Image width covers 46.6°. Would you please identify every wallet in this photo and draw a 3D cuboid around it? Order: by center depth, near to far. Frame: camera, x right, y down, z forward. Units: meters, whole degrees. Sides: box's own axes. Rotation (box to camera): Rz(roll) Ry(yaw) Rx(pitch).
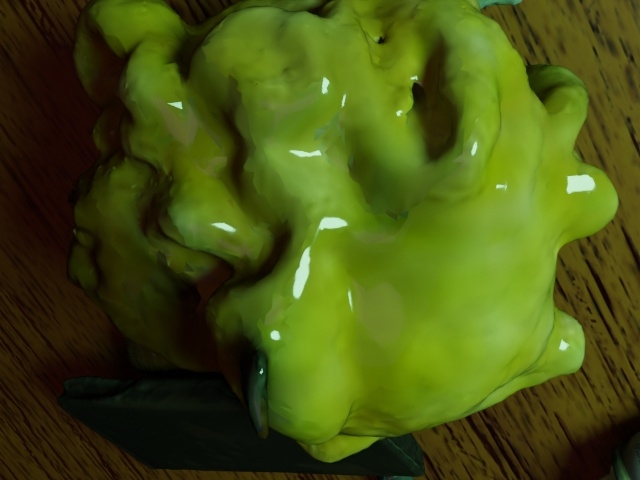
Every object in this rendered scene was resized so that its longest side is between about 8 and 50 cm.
[{"bbox_3d":[-0.078,0.161,0.645,0.309,0.042,0.165,-8,139,31],"label":"wallet"}]

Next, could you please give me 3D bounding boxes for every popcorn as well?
[{"bbox_3d":[0.000,0.000,0.428,0.315,0.281,0.298,1,119,14],"label":"popcorn"}]

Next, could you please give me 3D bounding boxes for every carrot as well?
[{"bbox_3d":[-0.083,0.088,0.636,0.186,0.060,0.060,-4,117,19],"label":"carrot"}]

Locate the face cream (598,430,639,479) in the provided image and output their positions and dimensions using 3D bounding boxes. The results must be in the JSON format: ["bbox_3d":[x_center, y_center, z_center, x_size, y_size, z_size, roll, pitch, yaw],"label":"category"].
[{"bbox_3d":[0.299,0.143,0.525,0.075,0.075,0.229,44,124,-9],"label":"face cream"}]

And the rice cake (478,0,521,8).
[{"bbox_3d":[0.049,-0.243,0.407,0.127,0.043,0.237,-4,118,21],"label":"rice cake"}]

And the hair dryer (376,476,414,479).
[{"bbox_3d":[0.072,0.264,0.694,0.173,0.050,0.195,-31,101,30],"label":"hair dryer"}]
